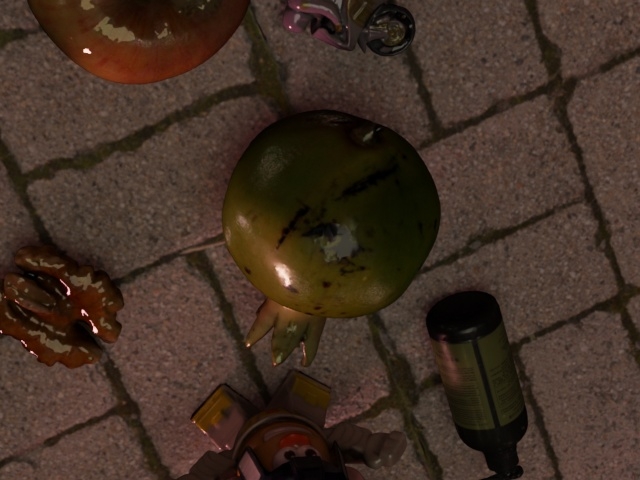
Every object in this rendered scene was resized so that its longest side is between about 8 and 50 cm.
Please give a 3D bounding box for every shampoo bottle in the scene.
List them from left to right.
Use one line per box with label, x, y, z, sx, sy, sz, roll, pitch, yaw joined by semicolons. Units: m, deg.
shampoo bottle;0.222;0.209;2.020;0.101;0.101;0.284;-21;115;-6

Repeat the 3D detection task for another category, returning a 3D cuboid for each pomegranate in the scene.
pomegranate;0.000;0.000;1.807;0.260;0.260;0.340;11;111;-19

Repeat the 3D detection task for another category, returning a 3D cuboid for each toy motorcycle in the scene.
toy motorcycle;0.018;-0.306;1.774;0.152;0.073;0.225;-22;116;-2

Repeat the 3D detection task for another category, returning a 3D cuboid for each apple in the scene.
apple;-0.198;-0.296;1.653;0.261;0.194;0.260;-7;114;-15

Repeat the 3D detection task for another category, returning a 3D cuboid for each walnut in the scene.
walnut;-0.323;0.076;1.839;0.143;0.069;0.170;-46;114;7

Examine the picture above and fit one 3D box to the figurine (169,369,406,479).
figurine;-0.042;0.283;1.883;0.308;0.308;0.143;-27;121;-3
